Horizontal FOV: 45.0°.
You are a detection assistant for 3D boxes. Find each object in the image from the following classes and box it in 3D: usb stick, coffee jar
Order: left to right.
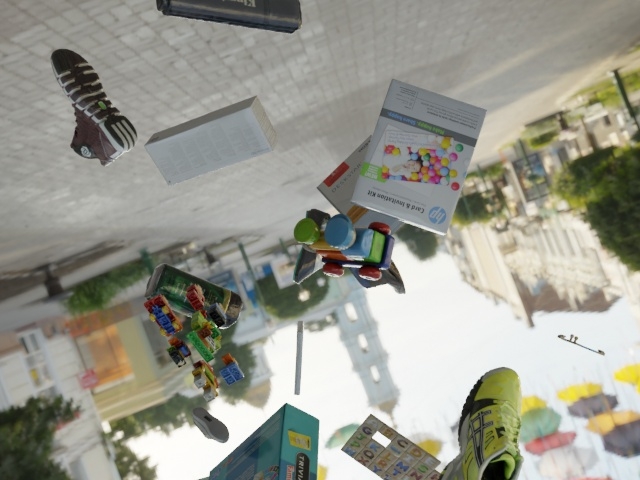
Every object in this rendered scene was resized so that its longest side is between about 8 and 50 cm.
[{"bbox_3d":[-0.251,0.114,1.546,0.184,0.079,0.096,24,163,-20],"label":"coffee jar"},{"bbox_3d":[-0.159,-0.425,1.394,0.277,0.077,0.045,-1,178,-31],"label":"usb stick"}]

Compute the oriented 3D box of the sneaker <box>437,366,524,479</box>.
[{"bbox_3d":[0.364,0.426,1.587,0.147,0.145,0.385,-29,-153,49],"label":"sneaker"}]

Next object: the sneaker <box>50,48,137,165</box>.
[{"bbox_3d":[-0.560,-0.291,1.792,0.162,0.281,0.106,-36,179,37],"label":"sneaker"}]

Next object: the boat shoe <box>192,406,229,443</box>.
[{"bbox_3d":[-0.201,0.344,1.407,0.100,0.035,0.035,29,-145,36],"label":"boat shoe"}]

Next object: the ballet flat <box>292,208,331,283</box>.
[{"bbox_3d":[-0.010,0.011,1.619,0.074,0.074,0.203,-21,-143,28],"label":"ballet flat"}]

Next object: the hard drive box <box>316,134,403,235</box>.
[{"bbox_3d":[0.116,-0.110,1.699,0.181,0.089,0.232,-45,-149,2],"label":"hard drive box"}]

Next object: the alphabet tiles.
[{"bbox_3d":[0.180,0.528,1.852,0.009,0.237,0.198,-51,172,-44],"label":"alphabet tiles"}]

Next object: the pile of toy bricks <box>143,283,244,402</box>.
[{"bbox_3d":[-0.204,0.157,1.322,0.118,0.212,0.105,-28,-159,5],"label":"pile of toy bricks"}]

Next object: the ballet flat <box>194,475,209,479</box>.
[{"bbox_3d":[-0.326,0.637,1.889,0.083,0.087,0.247,-6,172,35],"label":"ballet flat"}]

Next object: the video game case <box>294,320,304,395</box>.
[{"bbox_3d":[-0.054,0.290,1.925,0.019,0.157,0.143,3,-175,-1],"label":"video game case"}]

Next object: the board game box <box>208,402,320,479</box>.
[{"bbox_3d":[-0.108,0.473,1.258,0.254,0.079,0.336,-47,-156,31],"label":"board game box"}]

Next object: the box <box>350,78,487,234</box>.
[{"bbox_3d":[0.139,-0.119,1.104,0.145,0.186,0.038,19,178,2],"label":"box"}]

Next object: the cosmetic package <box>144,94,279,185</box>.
[{"bbox_3d":[-0.208,-0.189,1.480,0.239,0.099,0.060,-15,-152,21],"label":"cosmetic package"}]

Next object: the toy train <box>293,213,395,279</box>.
[{"bbox_3d":[0.000,0.000,1.435,0.248,0.105,0.143,3,165,40],"label":"toy train"}]

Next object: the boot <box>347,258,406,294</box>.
[{"bbox_3d":[0.144,0.085,1.975,0.106,0.082,0.219,-27,135,6],"label":"boot"}]

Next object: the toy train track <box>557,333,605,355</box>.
[{"bbox_3d":[0.411,0.161,1.212,0.083,0.014,0.048,23,178,-12],"label":"toy train track"}]
